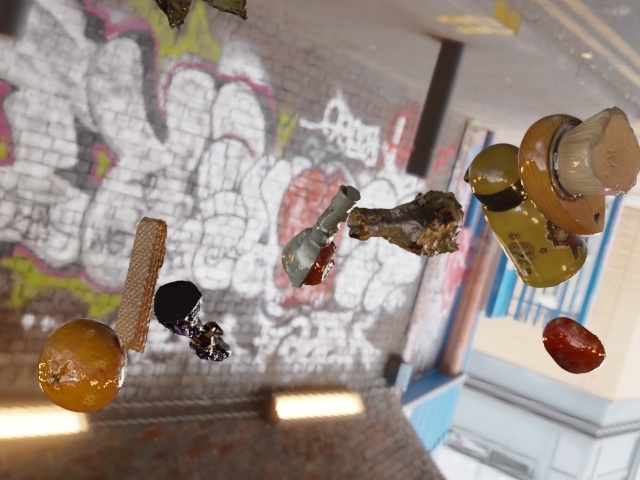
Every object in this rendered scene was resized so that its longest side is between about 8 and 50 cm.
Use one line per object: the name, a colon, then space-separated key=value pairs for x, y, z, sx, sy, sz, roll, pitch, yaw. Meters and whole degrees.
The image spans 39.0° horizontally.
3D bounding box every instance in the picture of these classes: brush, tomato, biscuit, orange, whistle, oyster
brush: x=0.489 y=-0.111 z=1.649 sx=0.166 sy=0.174 sz=0.266 roll=6 pitch=137 yaw=48
tomato: x=0.564 y=0.248 z=2.043 sx=0.155 sy=0.069 sz=0.155 roll=38 pitch=154 yaw=22
biscuit: x=-0.505 y=0.122 z=2.541 sx=0.094 sy=0.378 sz=0.054 roll=10 pitch=177 yaw=37
orange: x=-0.557 y=0.291 z=2.108 sx=0.219 sy=0.219 sz=0.193 roll=18 pitch=177 yaw=34
whistle: x=0.001 y=0.000 z=2.255 sx=0.134 sy=0.346 sz=0.142 roll=41 pitch=-142 yaw=9
oyster: x=0.238 y=-0.059 z=2.534 sx=0.337 sy=0.197 sz=0.133 roll=1 pitch=158 yaw=1

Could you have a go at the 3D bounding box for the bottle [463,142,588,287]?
bottle: x=0.447 y=-0.063 z=1.998 sx=0.171 sy=0.171 sz=0.351 roll=20 pitch=154 yaw=54

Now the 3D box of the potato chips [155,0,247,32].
potato chips: x=-0.245 y=-0.495 z=1.762 sx=0.029 sy=0.202 sz=0.220 roll=-23 pitch=-169 yaw=47

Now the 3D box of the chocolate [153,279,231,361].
chocolate: x=-0.310 y=0.239 z=2.311 sx=0.148 sy=0.126 sz=0.343 roll=0 pitch=145 yaw=17
